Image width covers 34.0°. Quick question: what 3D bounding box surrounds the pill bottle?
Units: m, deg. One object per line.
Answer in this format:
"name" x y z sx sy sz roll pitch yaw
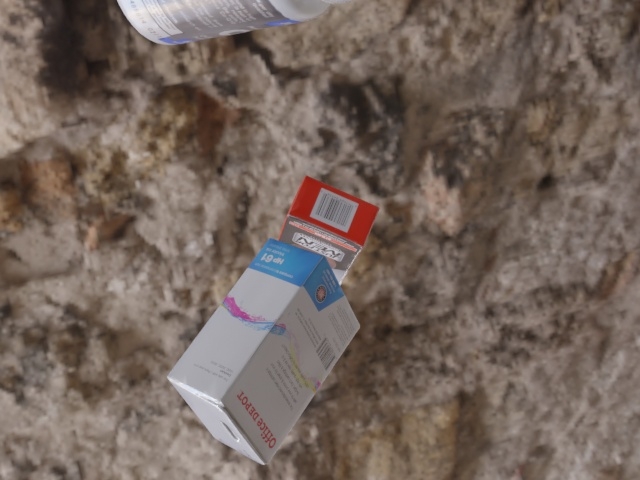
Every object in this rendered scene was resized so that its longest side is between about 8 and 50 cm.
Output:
"pill bottle" -0.036 -0.149 0.547 0.137 0.078 0.078 -2 104 34

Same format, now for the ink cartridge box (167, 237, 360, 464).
"ink cartridge box" -0.035 0.074 0.702 0.052 0.122 0.088 18 151 33

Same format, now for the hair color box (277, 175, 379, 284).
"hair color box" 0.000 0.000 0.935 0.141 0.072 0.043 113 180 -68
